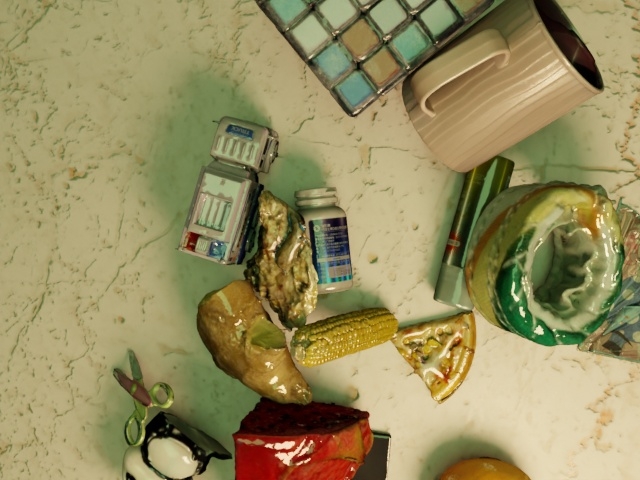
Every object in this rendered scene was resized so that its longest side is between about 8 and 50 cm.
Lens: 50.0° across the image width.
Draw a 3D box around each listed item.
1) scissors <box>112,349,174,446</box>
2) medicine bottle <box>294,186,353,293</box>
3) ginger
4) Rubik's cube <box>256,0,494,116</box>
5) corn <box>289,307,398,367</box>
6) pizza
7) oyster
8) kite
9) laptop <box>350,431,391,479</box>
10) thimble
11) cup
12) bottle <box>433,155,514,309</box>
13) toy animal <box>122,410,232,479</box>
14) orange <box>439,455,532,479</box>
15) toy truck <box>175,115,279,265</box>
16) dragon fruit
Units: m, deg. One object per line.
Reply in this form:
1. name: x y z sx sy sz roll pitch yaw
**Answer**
1. scissors: -0.347 0.287 1.302 0.134 0.020 0.187 -50 46 6
2. medicine bottle: 0.000 0.000 1.280 0.106 0.107 0.192 -6 91 4
3. ginger: -0.127 0.205 1.258 0.123 0.219 0.270 -29 85 -35
4. Rubik's cube: 0.071 -0.403 1.148 0.292 0.287 0.293 -38 98 9
5. corn: 0.044 0.170 1.242 0.238 0.080 0.080 -13 91 -38
6. pizza: 0.211 0.195 1.306 0.176 0.036 0.185 30 93 3
7. oyster: -0.075 0.046 1.236 0.083 0.214 0.223 -14 60 -30
8. kite: 0.640 0.109 1.283 0.368 0.014 0.406 -32 89 5
9. laptop: 0.036 0.431 1.338 0.197 0.016 0.135 6 93 6
10. thimble: 0.390 0.031 1.186 0.254 0.167 0.288 21 92 -23
11. cup: 0.284 -0.248 1.103 0.273 0.288 0.208 -32 101 34
12. bottle: 0.282 -0.016 1.272 0.082 0.082 0.286 15 93 4
13. toy animal: -0.285 0.426 1.297 0.166 0.138 0.179 40 95 0
14. orange: 0.302 0.505 1.238 0.219 0.193 0.220 0 75 -2
15. toy truck: -0.168 -0.095 1.265 0.124 0.155 0.268 16 92 4
16. dragon fruit: -0.057 0.424 1.279 0.302 0.240 0.330 4 117 -21
